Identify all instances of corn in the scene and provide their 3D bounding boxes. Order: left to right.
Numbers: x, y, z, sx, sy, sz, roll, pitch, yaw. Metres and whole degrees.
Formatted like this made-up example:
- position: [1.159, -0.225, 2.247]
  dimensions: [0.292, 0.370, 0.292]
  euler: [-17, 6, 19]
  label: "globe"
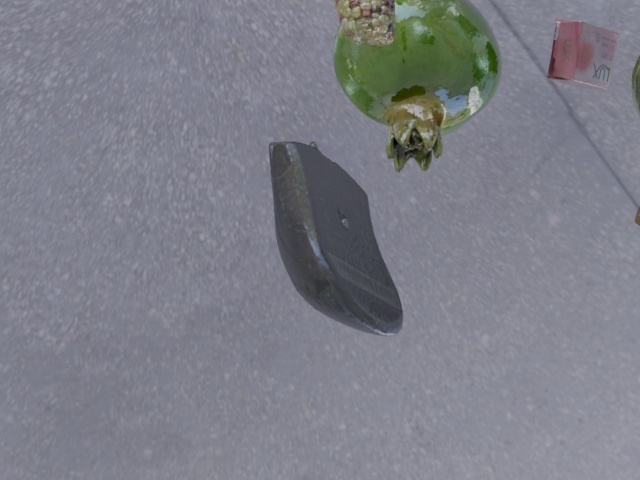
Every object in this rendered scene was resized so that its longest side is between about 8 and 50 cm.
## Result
- position: [0.048, -0.356, 1.261]
  dimensions: [0.086, 0.086, 0.253]
  euler: [-5, 70, -5]
  label: "corn"

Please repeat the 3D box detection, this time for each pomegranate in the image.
- position: [0.187, -0.301, 1.722]
  dimensions: [0.310, 0.358, 0.216]
  euler: [21, 143, -28]
  label: "pomegranate"

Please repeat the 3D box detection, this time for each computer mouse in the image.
- position: [0.000, 0.000, 1.031]
  dimensions: [0.088, 0.264, 0.147]
  euler: [-32, 135, 24]
  label: "computer mouse"

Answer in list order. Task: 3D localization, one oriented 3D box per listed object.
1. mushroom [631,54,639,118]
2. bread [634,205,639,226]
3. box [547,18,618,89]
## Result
- position: [0.645, -0.223, 1.660]
  dimensions: [0.267, 0.164, 0.189]
  euler: [15, 98, 7]
  label: "mushroom"
- position: [0.201, -0.048, 0.484]
  dimensions: [0.043, 0.062, 0.109]
  euler: [33, 66, 3]
  label: "bread"
- position: [0.477, -0.336, 1.798]
  dimensions: [0.156, 0.060, 0.111]
  euler: [-1, 103, -47]
  label: "box"
